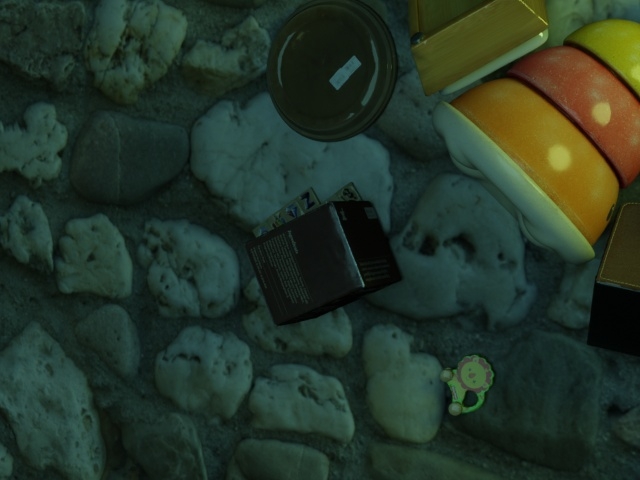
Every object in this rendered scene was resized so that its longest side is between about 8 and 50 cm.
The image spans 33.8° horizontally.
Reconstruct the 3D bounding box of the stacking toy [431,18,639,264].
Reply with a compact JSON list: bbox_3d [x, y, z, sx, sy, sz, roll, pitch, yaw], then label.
[{"bbox_3d":[0.446,-0.230,1.664,0.480,0.350,0.350,-44,73,6],"label":"stacking toy"}]

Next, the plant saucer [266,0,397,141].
[{"bbox_3d":[0.012,-0.326,1.997,0.278,0.041,0.278,1,93,27],"label":"plant saucer"}]

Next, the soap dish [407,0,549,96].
[{"bbox_3d":[0.250,-0.397,1.746,0.229,0.118,0.291,-27,39,27],"label":"soap dish"}]

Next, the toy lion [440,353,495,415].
[{"bbox_3d":[0.270,0.258,1.900,0.096,0.034,0.100,-15,86,20],"label":"toy lion"}]

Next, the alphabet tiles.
[{"bbox_3d":[0.000,0.000,2.037,0.237,0.009,0.198,-36,76,24],"label":"alphabet tiles"}]

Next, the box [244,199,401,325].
[{"bbox_3d":[0.004,0.040,1.936,0.203,0.168,0.167,-25,80,27],"label":"box"}]

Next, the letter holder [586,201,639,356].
[{"bbox_3d":[0.595,0.075,1.647,0.302,0.214,0.152,12,137,20],"label":"letter holder"}]
